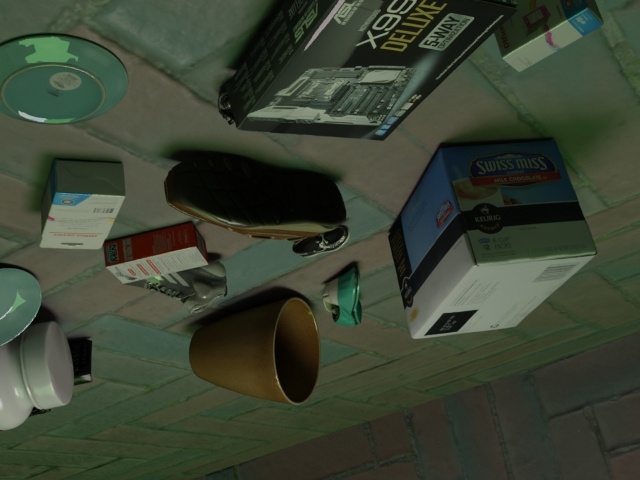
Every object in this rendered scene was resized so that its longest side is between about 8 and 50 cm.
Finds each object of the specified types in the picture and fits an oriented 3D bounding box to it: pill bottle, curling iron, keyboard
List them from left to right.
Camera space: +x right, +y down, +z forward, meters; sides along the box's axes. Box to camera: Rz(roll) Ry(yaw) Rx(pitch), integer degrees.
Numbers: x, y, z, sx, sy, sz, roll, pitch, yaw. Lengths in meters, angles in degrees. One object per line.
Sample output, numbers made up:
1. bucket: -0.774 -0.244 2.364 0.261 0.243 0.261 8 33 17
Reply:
1. pill bottle: -0.724 0.283 1.705 0.407 0.229 0.229 -10 156 -2
2. keyboard: -0.658 0.314 1.851 0.317 0.202 0.033 -11 136 -4
3. curling iron: -0.026 -0.184 1.226 0.274 0.035 0.068 5 148 -30

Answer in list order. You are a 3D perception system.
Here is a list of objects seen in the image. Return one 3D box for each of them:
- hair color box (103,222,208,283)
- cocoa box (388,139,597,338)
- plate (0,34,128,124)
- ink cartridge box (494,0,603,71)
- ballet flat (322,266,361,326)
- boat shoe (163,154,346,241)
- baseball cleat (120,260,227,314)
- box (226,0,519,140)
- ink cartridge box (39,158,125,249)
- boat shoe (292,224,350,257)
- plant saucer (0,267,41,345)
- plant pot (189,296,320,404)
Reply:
1. hair color box: -0.297 0.024 1.541 0.167 0.053 0.093 -14 157 2
2. cocoa box: 0.291 0.005 1.541 0.231 0.228 0.347 -5 155 -15
3. plate: -0.341 -0.194 1.085 0.188 0.024 0.188 -8 155 -4
4. ink cartridge box: 0.280 -0.285 1.074 0.122 0.089 0.052 -28 151 33
5. ballet flat: 0.047 0.132 1.897 0.087 0.083 0.247 2 154 4
6. boat shoe: -0.109 -0.050 1.384 0.324 0.123 0.120 10 151 -37
7. baseball cleat: -0.280 0.088 1.618 0.205 0.110 0.072 -5 160 -9
8. box: 0.055 -0.242 1.067 0.242 0.077 0.307 0 154 -33
9. ink cartridge box: -0.377 -0.053 1.328 0.104 0.062 0.181 2 152 -27
10. boat shoe: 0.000 0.000 1.630 0.125 0.046 0.038 -19 161 36
11. plant saucer: -0.614 0.120 1.564 0.195 0.037 0.195 -31 144 -26
12. plant pot: -0.162 0.252 1.929 0.254 0.237 0.237 -4 160 24
